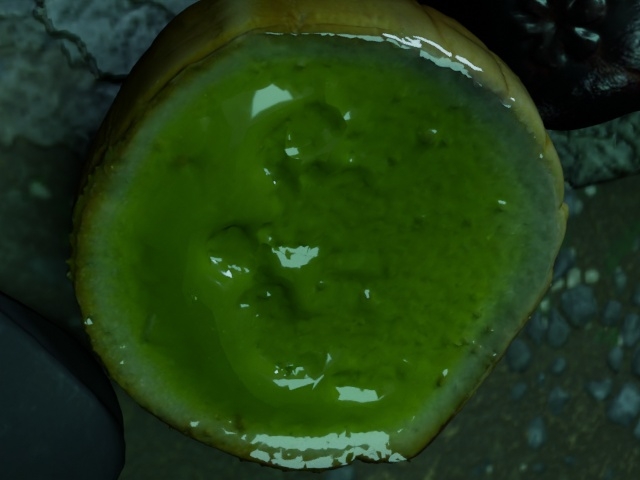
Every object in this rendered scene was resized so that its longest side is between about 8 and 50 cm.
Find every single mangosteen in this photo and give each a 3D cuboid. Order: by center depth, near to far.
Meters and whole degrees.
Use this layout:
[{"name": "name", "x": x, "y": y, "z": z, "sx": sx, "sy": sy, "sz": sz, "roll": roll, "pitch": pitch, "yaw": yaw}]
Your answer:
[{"name": "mangosteen", "x": 0.123, "y": -0.132, "z": 0.546, "sx": 0.152, "sy": 0.152, "sz": 0.153, "roll": -6, "pitch": 104, "yaw": -25}]

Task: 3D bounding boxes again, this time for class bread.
[{"name": "bread", "x": 0.000, "y": 0.000, "z": 0.504, "sx": 0.236, "sy": 0.070, "sz": 0.236, "roll": -4, "pitch": 120, "yaw": -6}]

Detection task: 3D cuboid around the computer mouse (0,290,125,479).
[{"name": "computer mouse", "x": -0.193, "y": 0.065, "z": 0.459, "sx": 0.269, "sy": 0.086, "sz": 0.138, "roll": 35, "pitch": 85, "yaw": -27}]
